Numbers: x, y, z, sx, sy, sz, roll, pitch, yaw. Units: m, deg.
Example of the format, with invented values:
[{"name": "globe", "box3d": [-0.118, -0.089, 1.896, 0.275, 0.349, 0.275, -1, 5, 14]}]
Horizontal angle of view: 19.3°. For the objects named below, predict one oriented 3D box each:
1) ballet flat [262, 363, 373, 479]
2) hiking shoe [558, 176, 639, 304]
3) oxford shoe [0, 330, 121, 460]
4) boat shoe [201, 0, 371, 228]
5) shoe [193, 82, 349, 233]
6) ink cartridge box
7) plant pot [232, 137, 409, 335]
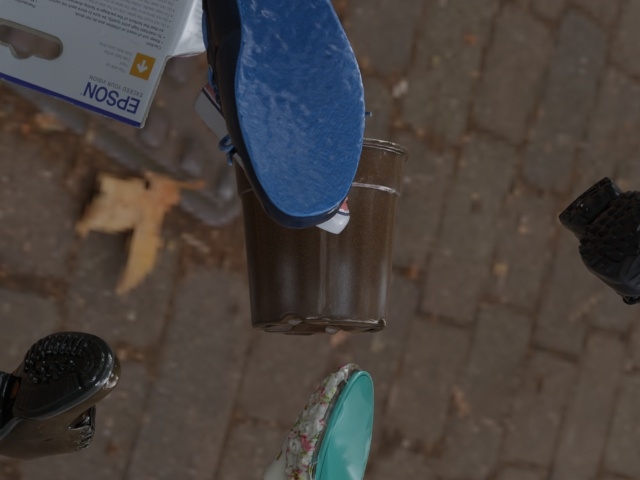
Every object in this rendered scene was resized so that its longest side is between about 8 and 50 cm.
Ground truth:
[{"name": "ballet flat", "box3d": [-0.012, 0.213, 1.467, 0.091, 0.077, 0.241, 19, 76, -60]}, {"name": "hiking shoe", "box3d": [0.294, 0.014, 1.727, 0.086, 0.227, 0.114, -43, 103, 10]}, {"name": "oxford shoe", "box3d": [-0.229, 0.141, 1.676, 0.096, 0.227, 0.082, 26, 59, -26]}, {"name": "boat shoe", "box3d": [-0.027, -0.122, 1.277, 0.109, 0.089, 0.258, 1, 65, -17]}, {"name": "shoe", "box3d": [-0.021, -0.083, 1.333, 0.063, 0.178, 0.081, 22, 109, -46]}, {"name": "ink cartridge box", "box3d": [-0.229, -0.301, 1.835, 0.071, 0.324, 0.330, 17, 94, -63]}, {"name": "plant pot", "box3d": [0.000, 0.000, 1.722, 0.167, 0.167, 0.165, 13, 74, -56]}]
